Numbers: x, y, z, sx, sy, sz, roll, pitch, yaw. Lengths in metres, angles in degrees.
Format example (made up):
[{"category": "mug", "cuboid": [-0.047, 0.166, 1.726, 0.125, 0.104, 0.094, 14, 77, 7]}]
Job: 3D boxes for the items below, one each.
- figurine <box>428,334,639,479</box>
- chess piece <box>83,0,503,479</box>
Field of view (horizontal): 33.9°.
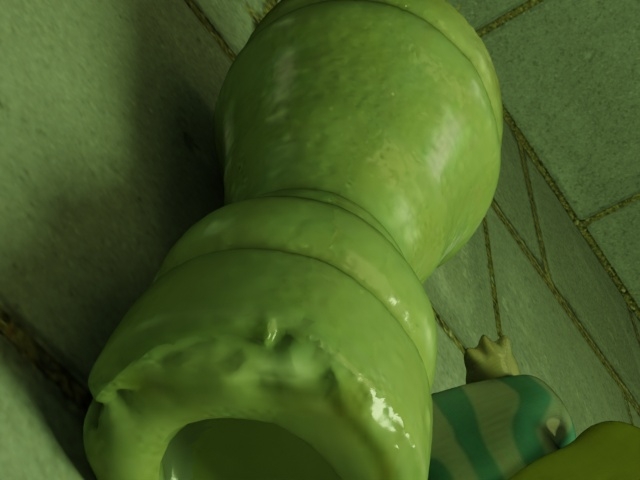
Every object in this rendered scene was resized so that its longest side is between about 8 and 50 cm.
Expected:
[{"category": "figurine", "cuboid": [0.161, 0.317, 0.726, 0.361, 0.266, 0.377, -126, -156, -64]}, {"category": "chess piece", "cuboid": [0.000, 0.000, 0.686, 0.234, 0.234, 0.442, 53, 27, -19]}]
